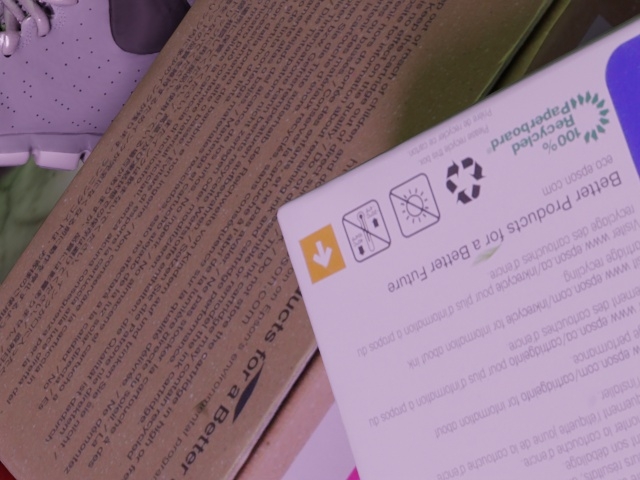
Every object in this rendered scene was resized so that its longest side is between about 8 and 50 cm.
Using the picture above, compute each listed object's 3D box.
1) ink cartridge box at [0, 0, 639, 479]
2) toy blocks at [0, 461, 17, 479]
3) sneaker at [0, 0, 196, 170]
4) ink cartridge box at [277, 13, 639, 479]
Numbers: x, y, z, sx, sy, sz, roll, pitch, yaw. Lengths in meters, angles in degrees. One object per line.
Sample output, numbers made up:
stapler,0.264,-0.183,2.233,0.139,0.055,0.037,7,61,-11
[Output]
ink cartridge box,0.000,0.000,0.585,0.235,0.088,0.193,-55,34,-3
toy blocks,-0.240,0.155,0.703,0.381,0.190,0.261,-52,44,4
sneaker,-0.135,-0.088,0.689,0.086,0.228,0.132,63,148,36
ink cartridge box,0.100,0.050,0.389,0.206,0.045,0.208,-27,74,36
